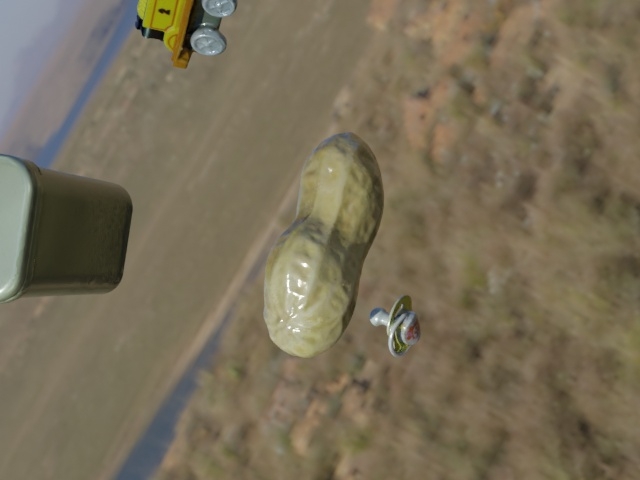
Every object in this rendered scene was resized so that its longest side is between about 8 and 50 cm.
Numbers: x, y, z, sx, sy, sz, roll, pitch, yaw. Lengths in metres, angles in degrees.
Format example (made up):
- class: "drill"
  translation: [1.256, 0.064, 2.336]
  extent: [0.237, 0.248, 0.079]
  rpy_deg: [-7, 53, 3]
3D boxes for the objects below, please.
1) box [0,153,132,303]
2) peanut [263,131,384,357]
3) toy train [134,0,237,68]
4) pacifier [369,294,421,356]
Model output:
- class: "box"
  translation: [-0.461, -0.026, 1.972]
  extent: [0.344, 0.352, 0.177]
  rpy_deg: [11, -92, -75]
- class: "peanut"
  translation: [0.000, 0.000, 1.810]
  extent: [0.111, 0.125, 0.274]
  rpy_deg: [4, 72, 38]
- class: "toy train"
  translation: [-0.160, -0.289, 1.798]
  extent: [0.219, 0.127, 0.089]
  rpy_deg: [114, 164, -57]
- class: "pacifier"
  translation: [0.085, 0.102, 1.850]
  extent: [0.068, 0.064, 0.083]
  rpy_deg: [-53, -36, -30]
